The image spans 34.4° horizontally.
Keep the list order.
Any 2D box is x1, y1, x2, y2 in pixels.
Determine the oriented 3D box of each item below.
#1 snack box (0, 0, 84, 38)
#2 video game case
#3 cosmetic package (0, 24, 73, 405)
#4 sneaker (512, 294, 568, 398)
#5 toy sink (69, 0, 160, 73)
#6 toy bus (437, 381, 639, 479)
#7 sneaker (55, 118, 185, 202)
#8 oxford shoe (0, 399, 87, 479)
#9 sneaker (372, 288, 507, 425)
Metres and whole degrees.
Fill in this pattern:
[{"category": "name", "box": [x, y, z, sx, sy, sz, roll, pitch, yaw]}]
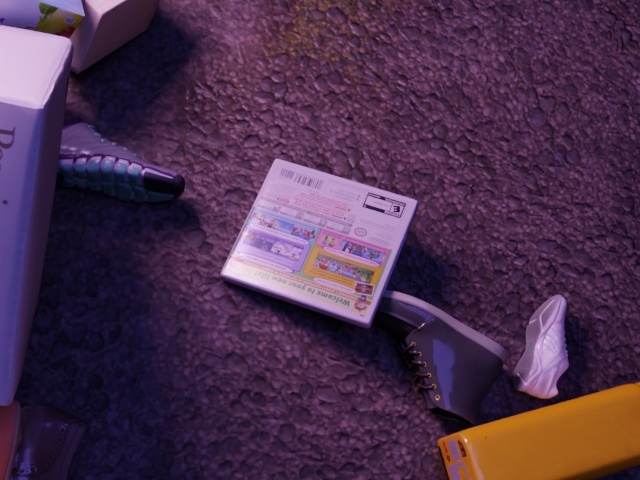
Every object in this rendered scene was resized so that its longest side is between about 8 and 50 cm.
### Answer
[{"category": "snack box", "box": [-0.417, -0.255, 1.272, 0.175, 0.207, 0.070, 13, 47, -39]}, {"category": "video game case", "box": [0.000, 0.000, 1.388, 0.213, 0.023, 0.193, 18, 66, 13]}, {"category": "cosmetic package", "box": [-0.487, -0.063, 1.085, 0.394, 0.327, 0.329, 8, 110, -12]}, {"category": "sneaker", "box": [0.318, 0.150, 1.447, 0.061, 0.054, 0.152, 27, 72, -15]}, {"category": "toy sink", "box": [-0.345, -0.368, 1.384, 0.234, 0.131, 0.153, 42, 47, 3]}, {"category": "toy bus", "box": [0.323, 0.266, 1.358, 0.333, 0.130, 0.108, -11, 74, -19]}, {"category": "sneaker", "box": [-0.285, -0.116, 1.360, 0.224, 0.083, 0.098, 10, 64, -11]}, {"category": "oxford shoe", "box": [-0.337, 0.361, 1.152, 0.133, 0.130, 0.363, 14, 73, -25]}, {"category": "sneaker", "box": [0.132, 0.153, 1.374, 0.222, 0.083, 0.118, 26, 71, -2]}]
